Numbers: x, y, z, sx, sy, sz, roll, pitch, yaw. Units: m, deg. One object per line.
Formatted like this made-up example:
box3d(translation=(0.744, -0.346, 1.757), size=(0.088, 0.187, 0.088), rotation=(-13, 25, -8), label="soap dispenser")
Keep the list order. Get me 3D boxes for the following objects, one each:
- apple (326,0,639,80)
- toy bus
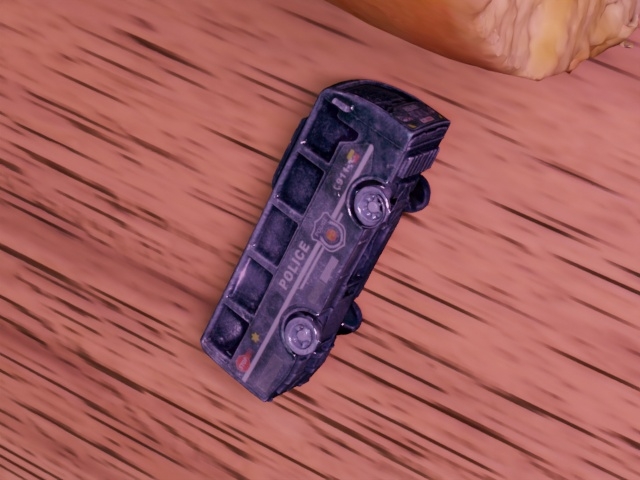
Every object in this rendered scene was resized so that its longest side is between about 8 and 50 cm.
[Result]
box3d(translation=(0.028, -0.212, 0.559), size=(0.252, 0.309, 0.314), rotation=(-37, 82, 30), label="apple")
box3d(translation=(0.000, 0.000, 0.778), size=(0.065, 0.047, 0.166), rotation=(37, 117, 19), label="toy bus")
